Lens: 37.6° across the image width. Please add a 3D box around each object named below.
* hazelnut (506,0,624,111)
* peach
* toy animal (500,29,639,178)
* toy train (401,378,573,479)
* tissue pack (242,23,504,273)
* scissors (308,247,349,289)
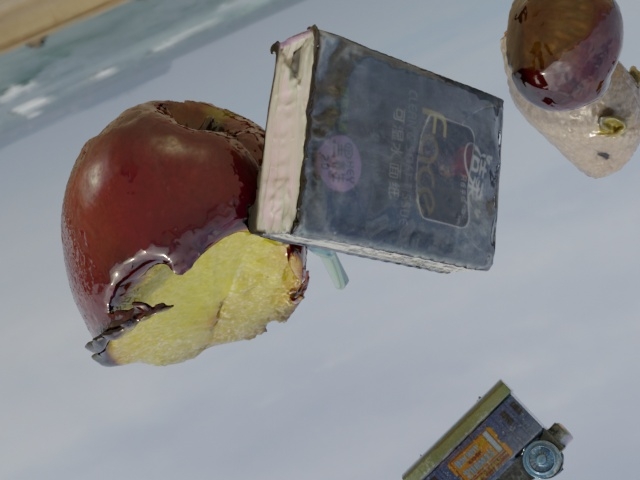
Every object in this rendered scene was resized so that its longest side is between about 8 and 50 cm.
[{"bbox_3d":[0.352,-0.290,1.371,0.170,0.202,0.160,16,-173,10],"label":"hazelnut"},{"bbox_3d":[-0.193,0.012,1.341,0.339,0.417,0.353,-4,-155,-27],"label":"peach"},{"bbox_3d":[0.496,-0.287,1.818,0.188,0.358,0.226,-54,-170,-26],"label":"toy animal"},{"bbox_3d":[0.312,0.416,1.745,0.300,0.202,0.131,-46,162,4],"label":"toy train"},{"bbox_3d":[0.087,-0.103,1.230,0.361,0.259,0.122,13,172,-38],"label":"tissue pack"},{"bbox_3d":[0.000,0.000,1.507,0.125,0.256,0.030,12,-122,29],"label":"scissors"}]
